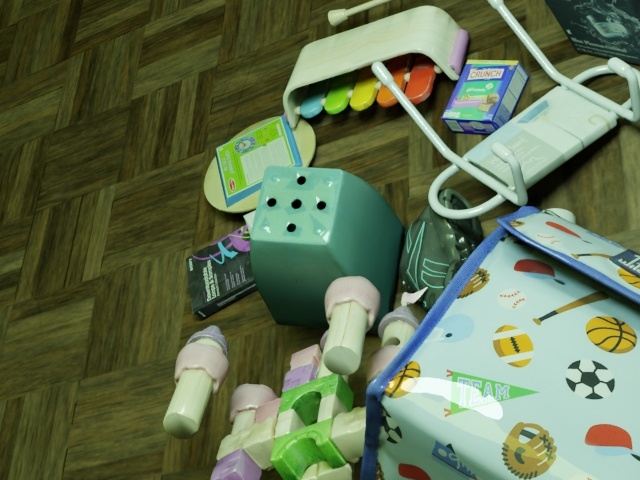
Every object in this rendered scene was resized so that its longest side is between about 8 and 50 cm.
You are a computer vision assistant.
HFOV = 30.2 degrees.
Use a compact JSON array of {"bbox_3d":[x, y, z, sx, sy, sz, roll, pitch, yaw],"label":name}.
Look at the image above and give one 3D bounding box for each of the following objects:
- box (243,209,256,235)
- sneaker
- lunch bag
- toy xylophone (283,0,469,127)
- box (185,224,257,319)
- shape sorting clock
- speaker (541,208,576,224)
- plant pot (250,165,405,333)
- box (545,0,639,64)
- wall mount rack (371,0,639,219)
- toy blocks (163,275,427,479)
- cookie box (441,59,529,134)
[{"bbox_3d":[-0.024,0.006,1.754,0.145,0.038,0.186,-25,46,3],"label":"box"},{"bbox_3d":[0.166,0.057,1.572,0.106,0.101,0.267,-35,37,32],"label":"sneaker"},{"bbox_3d":[0.273,0.145,1.229,0.327,0.239,0.385,29,52,21],"label":"lunch bag"},{"bbox_3d":[0.084,-0.295,1.879,0.322,0.081,0.236,-7,42,35],"label":"toy xylophone"},{"bbox_3d":[-0.134,0.040,1.842,0.162,0.029,0.116,-30,46,17],"label":"box"},{"bbox_3d":[-0.098,-0.123,1.925,0.206,0.040,0.206,-17,42,16],"label":"shape sorting clock"},{"bbox_3d":[0.298,0.028,1.504,0.055,0.055,0.136,-15,52,29],"label":"speaker"},{"bbox_3d":[0.000,0.000,1.572,0.165,0.234,0.166,4,67,17],"label":"plant pot"},{"bbox_3d":[0.400,-0.323,1.609,0.156,0.158,0.093,23,75,45],"label":"box"},{"bbox_3d":[0.250,-0.194,1.595,0.350,0.130,0.304,-35,42,-13],"label":"wall mount rack"},{"bbox_3d":[0.008,0.196,1.468,0.288,0.309,0.260,-24,25,22],"label":"toy blocks"},{"bbox_3d":[0.240,-0.210,1.732,0.091,0.040,0.107,8,64,41],"label":"cookie box"}]
